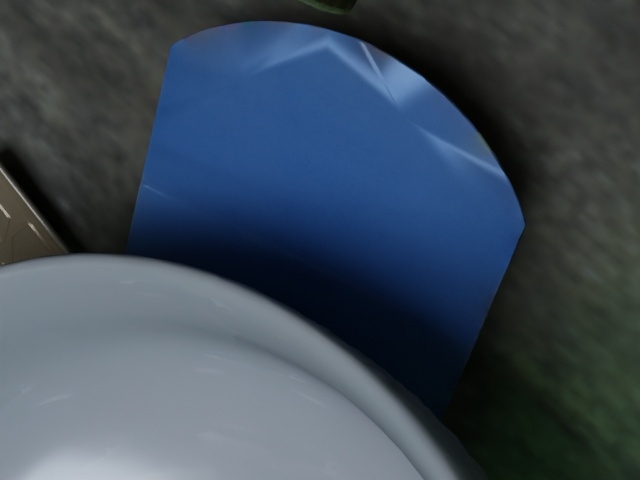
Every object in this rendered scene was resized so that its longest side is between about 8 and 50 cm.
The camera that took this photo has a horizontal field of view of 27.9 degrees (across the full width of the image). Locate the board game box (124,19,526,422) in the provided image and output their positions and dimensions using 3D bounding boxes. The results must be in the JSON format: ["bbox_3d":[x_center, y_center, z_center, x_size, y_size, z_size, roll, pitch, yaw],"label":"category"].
[{"bbox_3d":[0.000,0.000,0.462,0.133,0.033,0.169,25,123,12],"label":"board game box"}]

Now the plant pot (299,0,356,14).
[{"bbox_3d":[-0.013,-0.212,0.309,0.215,0.215,0.230,39,105,6],"label":"plant pot"}]

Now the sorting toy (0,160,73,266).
[{"bbox_3d":[-0.140,-0.012,0.526,0.062,0.012,0.083,-33,97,33],"label":"sorting toy"}]

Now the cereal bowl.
[{"bbox_3d":[-0.065,0.182,0.423,0.338,0.141,0.339,-8,70,22],"label":"cereal bowl"}]
